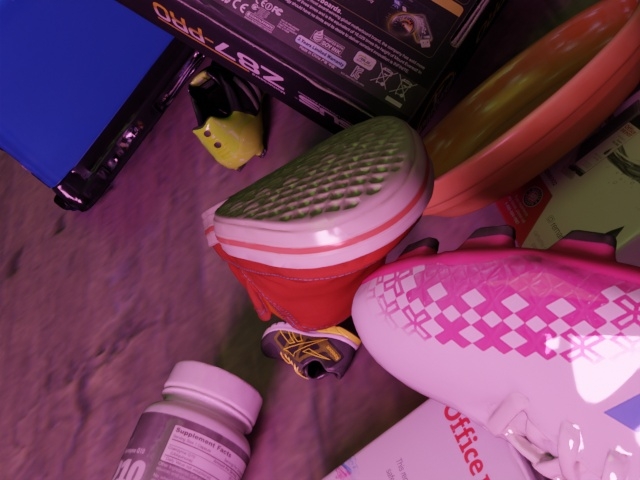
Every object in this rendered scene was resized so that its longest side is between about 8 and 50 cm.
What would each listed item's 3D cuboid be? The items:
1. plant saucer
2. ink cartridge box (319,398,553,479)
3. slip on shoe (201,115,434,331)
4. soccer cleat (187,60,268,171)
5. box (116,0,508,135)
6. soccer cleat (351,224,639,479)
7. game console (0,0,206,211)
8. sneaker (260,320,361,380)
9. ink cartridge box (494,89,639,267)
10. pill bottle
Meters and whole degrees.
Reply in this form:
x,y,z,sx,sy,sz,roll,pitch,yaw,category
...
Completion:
x,y,z,sx,sy,sz,roll,pitch,yaw,category
0.127,-0.078,0.692,0.200,0.037,0.200,-40,9,8,plant saucer
0.047,0.170,0.560,0.175,0.072,0.127,-39,35,13,ink cartridge box
0.000,0.000,0.660,0.123,0.101,0.331,-30,4,-12,slip on shoe
-0.084,-0.136,0.997,0.060,0.072,0.179,-32,38,21,soccer cleat
-0.024,-0.289,0.849,0.318,0.395,0.097,-57,-9,-11,box
0.148,0.084,0.446,0.331,0.116,0.143,8,68,30,soccer cleat
-0.199,-0.190,1.029,0.293,0.173,0.250,-54,15,-10,game console
-0.012,0.075,0.751,0.083,0.031,0.035,-8,51,43,sneaker
0.177,-0.023,0.621,0.135,0.056,0.099,-39,35,14,ink cartridge box
-0.091,0.152,0.721,0.078,0.078,0.137,-6,52,44,pill bottle
